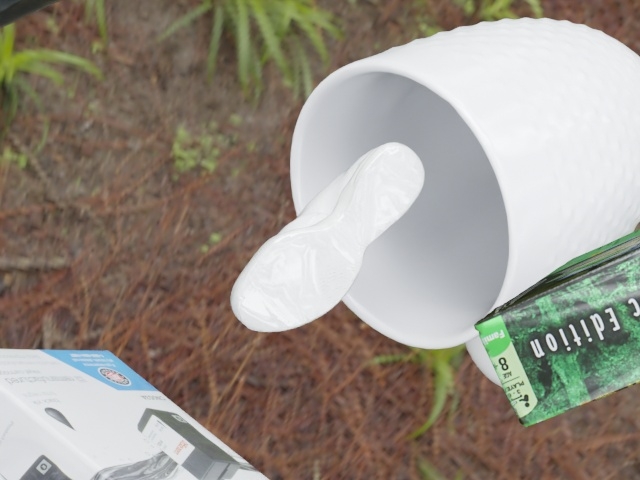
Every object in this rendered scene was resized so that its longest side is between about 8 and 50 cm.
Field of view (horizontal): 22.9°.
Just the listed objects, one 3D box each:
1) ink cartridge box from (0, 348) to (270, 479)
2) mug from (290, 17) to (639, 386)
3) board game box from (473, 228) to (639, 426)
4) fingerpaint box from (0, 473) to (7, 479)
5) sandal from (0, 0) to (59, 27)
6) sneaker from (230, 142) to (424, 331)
[{"bbox_3d":[-0.154,0.221,1.280,0.307,0.223,0.129,35,100,24],"label":"ink cartridge box"},{"bbox_3d":[0.194,-0.033,1.547,0.328,0.276,0.374,-24,102,-40],"label":"mug"},{"bbox_3d":[0.124,-0.004,0.431,0.136,0.260,0.030,-27,86,13],"label":"board game box"},{"bbox_3d":[-0.399,0.197,0.766,0.371,0.163,0.445,33,73,31],"label":"fingerpaint box"},{"bbox_3d":[-0.156,-0.221,0.919,0.107,0.446,0.167,15,75,-55],"label":"sandal"},{"bbox_3d":[0.000,0.000,1.390,0.212,0.094,0.080,-43,106,-15],"label":"sneaker"}]
